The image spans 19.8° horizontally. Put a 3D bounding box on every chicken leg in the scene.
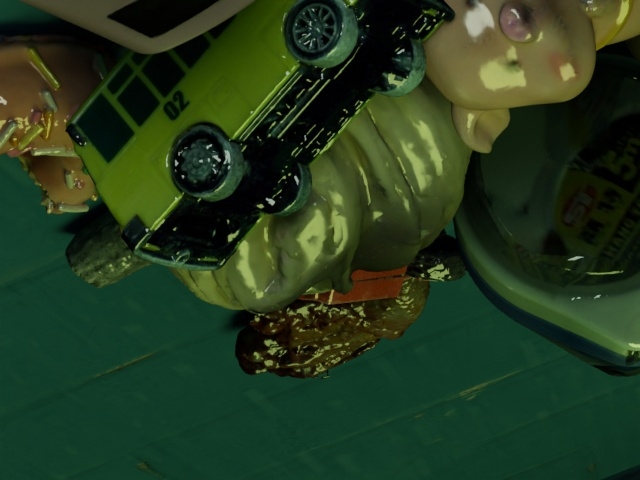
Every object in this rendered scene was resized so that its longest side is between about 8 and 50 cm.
[{"bbox_3d":[0.025,0.058,1.964,0.322,0.083,0.177,-29,150,25],"label":"chicken leg"}]

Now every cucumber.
[{"bbox_3d":[-0.174,-0.001,1.650,0.112,0.064,0.064,-28,158,17],"label":"cucumber"}]

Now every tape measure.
[{"bbox_3d":[0.251,-0.040,1.664,0.259,0.262,0.138,-61,172,-16],"label":"tape measure"}]

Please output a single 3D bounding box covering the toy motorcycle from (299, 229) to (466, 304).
[{"bbox_3d":[0.001,0.002,1.705,0.298,0.171,0.089,-6,114,-39],"label":"toy motorcycle"}]

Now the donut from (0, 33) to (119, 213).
[{"bbox_3d":[-0.237,-0.076,1.376,0.233,0.085,0.199,-7,155,-35],"label":"donut"}]

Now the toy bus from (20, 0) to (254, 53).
[{"bbox_3d":[-0.114,-0.202,1.086,0.142,0.142,0.202,-30,158,22],"label":"toy bus"}]

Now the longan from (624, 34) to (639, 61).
[{"bbox_3d":[0.305,-0.196,1.567,0.106,0.106,0.119,-40,-167,43],"label":"longan"}]

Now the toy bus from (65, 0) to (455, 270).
[{"bbox_3d":[-0.051,-0.114,1.289,0.262,0.150,0.128,-47,154,16],"label":"toy bus"}]

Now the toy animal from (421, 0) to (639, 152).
[{"bbox_3d":[0.174,-0.195,1.345,0.248,0.165,0.149,-32,179,-9],"label":"toy animal"}]

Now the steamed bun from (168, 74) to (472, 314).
[{"bbox_3d":[-0.008,-0.052,1.479,0.275,0.206,0.320,-3,150,-34],"label":"steamed bun"}]
